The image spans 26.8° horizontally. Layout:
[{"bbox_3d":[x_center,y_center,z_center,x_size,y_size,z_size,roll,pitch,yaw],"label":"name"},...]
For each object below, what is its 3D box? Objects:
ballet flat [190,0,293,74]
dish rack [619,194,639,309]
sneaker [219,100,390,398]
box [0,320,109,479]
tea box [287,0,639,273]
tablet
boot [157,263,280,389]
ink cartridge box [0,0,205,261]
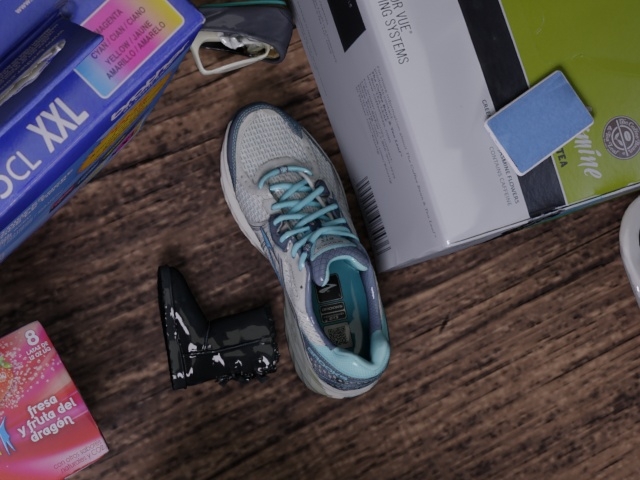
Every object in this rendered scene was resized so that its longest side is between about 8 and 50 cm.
[{"bbox_3d":[-0.122,-0.186,1.231,0.203,0.074,0.074,-1,81,-16],"label":"ballet flat"},{"bbox_3d":[0.446,0.082,1.318,0.285,0.072,0.333,-20,86,-16],"label":"dish rack"},{"bbox_3d":[0.000,0.000,1.200,0.110,0.122,0.283,-22,87,-16],"label":"sneaker"},{"bbox_3d":[-0.309,0.178,1.059,0.256,0.128,0.123,-28,88,-16],"label":"box"},{"bbox_3d":[0.172,-0.178,1.219,0.323,0.220,0.329,-17,86,-14],"label":"tea box"},{"bbox_3d":[0.177,-0.096,1.091,0.083,0.006,0.054,-35,92,-16],"label":"tablet"},{"bbox_3d":[-0.092,0.075,1.207,0.099,0.045,0.121,-9,90,-12],"label":"boot"},{"bbox_3d":[-0.244,-0.095,1.016,0.151,0.395,0.270,44,75,-4],"label":"ink cartridge box"}]
